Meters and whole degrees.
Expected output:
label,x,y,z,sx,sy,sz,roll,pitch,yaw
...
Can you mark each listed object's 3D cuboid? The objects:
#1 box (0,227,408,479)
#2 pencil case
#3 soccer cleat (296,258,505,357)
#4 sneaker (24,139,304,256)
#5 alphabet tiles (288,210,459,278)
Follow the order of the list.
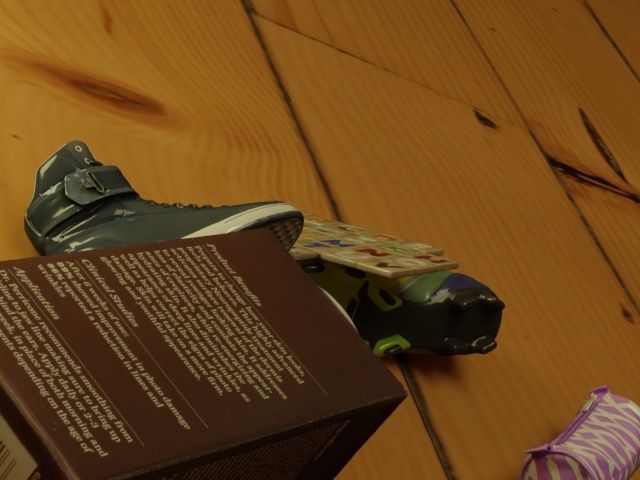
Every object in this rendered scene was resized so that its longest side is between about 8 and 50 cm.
label,x,y,z,sx,sy,sz,roll,pitch,yaw
box,-0.127,0.112,1.121,0.191,0.143,0.381,49,30,22
pencil case,0.257,0.207,1.500,0.206,0.086,0.088,-27,102,-63
soccer cleat,0.047,0.063,1.502,0.289,0.093,0.121,9,7,-37
sneaker,-0.139,-0.026,1.321,0.226,0.086,0.163,-19,55,-32
alphabet tiles,0.000,0.000,1.460,0.237,0.009,0.198,15,12,33
